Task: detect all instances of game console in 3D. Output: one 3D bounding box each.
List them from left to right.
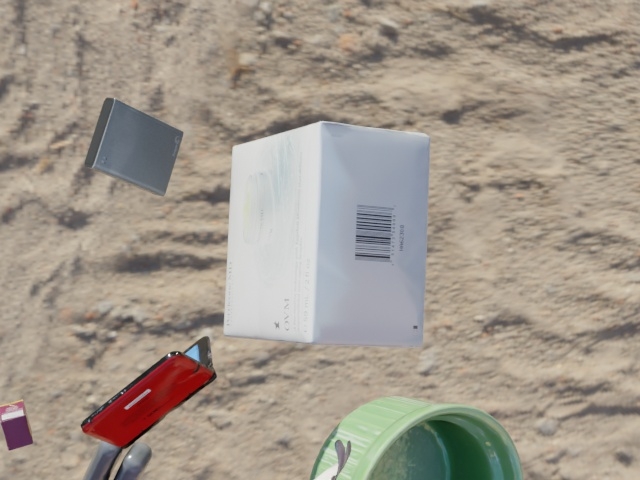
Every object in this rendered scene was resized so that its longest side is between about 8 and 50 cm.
[{"bbox_3d":[-0.198,0.161,1.296,0.144,0.124,0.085,-39,55,8],"label":"game console"}]

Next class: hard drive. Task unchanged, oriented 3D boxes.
[{"bbox_3d":[-0.243,-0.121,1.497,0.022,0.135,0.094,12,83,37],"label":"hard drive"}]

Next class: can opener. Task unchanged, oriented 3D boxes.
[{"bbox_3d":[-0.284,0.329,1.525,0.074,0.093,0.280,31,140,2],"label":"can opener"}]

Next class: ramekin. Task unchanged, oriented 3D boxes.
[{"bbox_3d":[0.128,0.366,1.612,0.148,0.303,0.303,11,100,57],"label":"ramekin"}]

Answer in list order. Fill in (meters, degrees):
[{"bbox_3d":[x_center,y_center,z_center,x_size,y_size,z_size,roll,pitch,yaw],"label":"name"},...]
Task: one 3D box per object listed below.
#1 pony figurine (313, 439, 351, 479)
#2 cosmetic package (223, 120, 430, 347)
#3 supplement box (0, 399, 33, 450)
[{"bbox_3d":[-0.103,0.420,1.319,0.351,0.302,0.363,-40,68,33],"label":"pony figurine"},{"bbox_3d":[0.000,0.000,1.239,0.224,0.138,0.224,-6,81,63],"label":"cosmetic package"},{"bbox_3d":[-0.503,0.304,1.879,0.043,0.083,0.055,-14,104,-14],"label":"supplement box"}]
